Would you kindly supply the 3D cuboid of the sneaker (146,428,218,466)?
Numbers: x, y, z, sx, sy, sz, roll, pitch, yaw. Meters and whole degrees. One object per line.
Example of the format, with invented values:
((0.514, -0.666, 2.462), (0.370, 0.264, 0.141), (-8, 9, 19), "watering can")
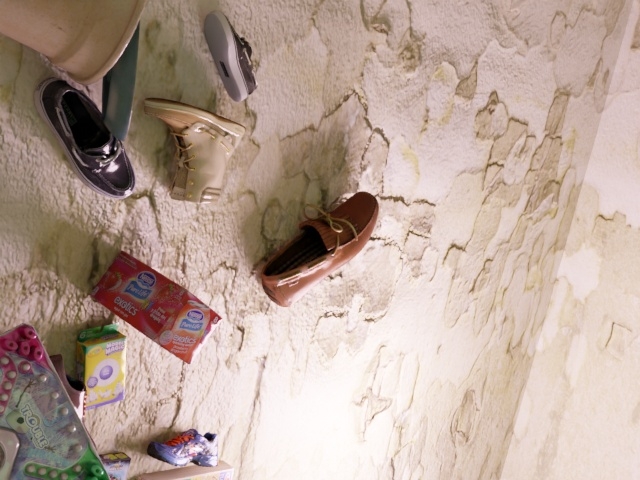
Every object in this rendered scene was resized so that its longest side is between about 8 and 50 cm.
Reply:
((-0.330, 0.495, 2.255), (0.221, 0.083, 0.087), (19, 79, -53), "sneaker")

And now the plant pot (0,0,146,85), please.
((-0.483, -0.462, 1.539), (0.306, 0.334, 0.333), (15, 95, -37), "plant pot")

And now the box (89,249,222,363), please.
((-0.344, 0.136, 1.945), (0.122, 0.257, 0.128), (-55, 136, -11), "box")

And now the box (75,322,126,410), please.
((-0.475, 0.271, 2.029), (0.105, 0.043, 0.179), (-11, 113, -42), "box")

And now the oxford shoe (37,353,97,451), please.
((-0.519, 0.355, 1.955), (0.098, 0.097, 0.271), (-31, 124, -14), "oxford shoe")

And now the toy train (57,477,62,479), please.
((-0.632, 0.559, 1.907), (0.334, 0.142, 0.190), (-15, 122, -31), "toy train")

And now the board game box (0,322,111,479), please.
((-0.639, 0.413, 1.779), (0.390, 0.050, 0.389), (-29, 99, -30), "board game box")

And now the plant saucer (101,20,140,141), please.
((-0.369, -0.342, 1.715), (0.044, 0.317, 0.317), (4, 105, -17), "plant saucer")

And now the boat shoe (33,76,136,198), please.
((-0.438, -0.188, 1.827), (0.108, 0.102, 0.301), (-46, 133, -22), "boat shoe")

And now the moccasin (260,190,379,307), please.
((-0.002, -0.002, 2.339), (0.380, 0.139, 0.147), (-37, 139, -18), "moccasin")

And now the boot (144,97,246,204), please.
((-0.289, -0.185, 1.992), (0.262, 0.095, 0.203), (14, 97, -52), "boot")

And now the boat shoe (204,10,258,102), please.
((-0.189, -0.405, 2.017), (0.070, 0.078, 0.219), (-41, 139, -26), "boat shoe")

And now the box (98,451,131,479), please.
((-0.529, 0.539, 2.089), (0.207, 0.036, 0.114), (6, 101, -47), "box")

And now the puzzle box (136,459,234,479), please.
((-0.370, 0.760, 2.332), (0.272, 0.052, 0.408), (2, 105, -47), "puzzle box")
